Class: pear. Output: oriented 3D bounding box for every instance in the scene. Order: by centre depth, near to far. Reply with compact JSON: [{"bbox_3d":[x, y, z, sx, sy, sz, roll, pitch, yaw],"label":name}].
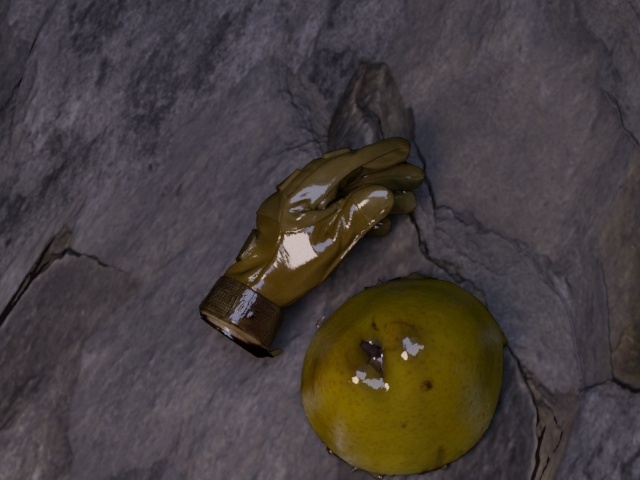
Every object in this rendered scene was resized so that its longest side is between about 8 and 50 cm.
[{"bbox_3d":[0.101,0.146,1.689,0.267,0.178,0.267,0,74,1],"label":"pear"}]

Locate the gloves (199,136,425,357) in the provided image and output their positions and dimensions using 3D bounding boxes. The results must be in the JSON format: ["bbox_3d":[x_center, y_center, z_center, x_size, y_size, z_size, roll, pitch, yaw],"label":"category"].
[{"bbox_3d":[-0.014,-0.009,1.764,0.141,0.154,0.331,40,85,14],"label":"gloves"}]
